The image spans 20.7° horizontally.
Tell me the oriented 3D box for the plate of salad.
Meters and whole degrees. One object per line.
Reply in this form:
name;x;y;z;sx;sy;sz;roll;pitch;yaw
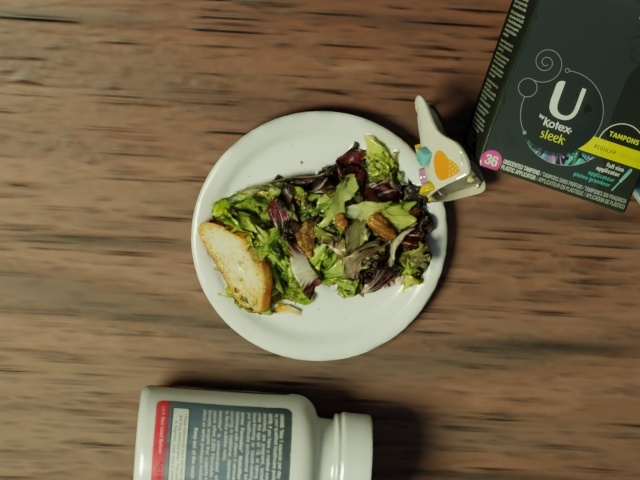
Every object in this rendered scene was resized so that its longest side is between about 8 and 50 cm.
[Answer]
plate of salad;0.000;0.000;1.352;0.200;0.048;0.200;-1;102;-3

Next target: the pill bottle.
pill bottle;-0.053;0.170;1.357;0.180;0.108;0.108;4;103;-3

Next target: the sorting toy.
sorting toy;0.089;-0.071;1.326;0.045;0.083;0.075;-19;78;10

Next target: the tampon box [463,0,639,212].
tampon box;0.192;-0.121;1.306;0.120;0.101;0.161;17;101;-7

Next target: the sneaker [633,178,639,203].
sneaker;0.338;-0.009;1.349;0.237;0.086;0.085;29;98;-10
